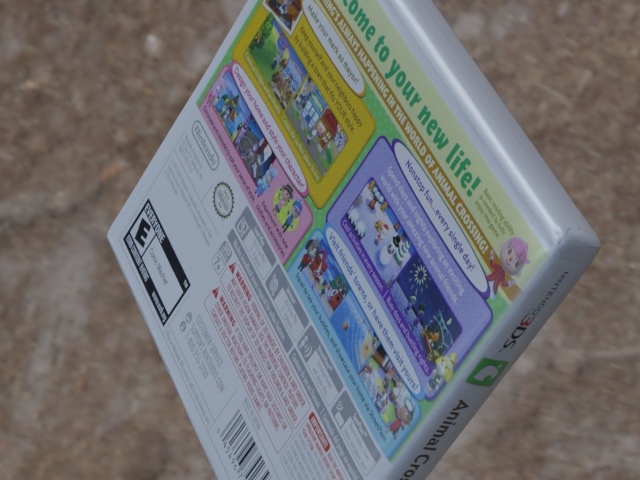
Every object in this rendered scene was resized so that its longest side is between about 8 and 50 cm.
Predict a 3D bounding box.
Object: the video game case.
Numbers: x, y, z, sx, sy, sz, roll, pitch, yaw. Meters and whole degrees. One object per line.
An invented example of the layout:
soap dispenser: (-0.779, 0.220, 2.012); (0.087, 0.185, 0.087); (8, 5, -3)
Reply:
video game case: (0.000, 0.000, 0.732); (0.193, 0.023, 0.212); (-56, 43, 28)
